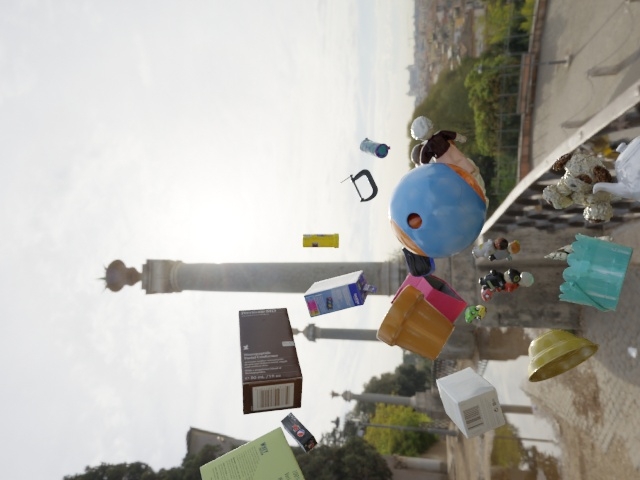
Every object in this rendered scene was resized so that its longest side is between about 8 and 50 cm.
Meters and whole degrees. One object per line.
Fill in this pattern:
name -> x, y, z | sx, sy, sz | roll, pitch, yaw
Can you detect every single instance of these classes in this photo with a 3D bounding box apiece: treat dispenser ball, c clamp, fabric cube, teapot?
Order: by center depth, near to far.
treat dispenser ball -> 0.348, -0.089, 1.271 | 0.288, 0.288, 0.289 | -1, -90, -77
teapot -> 1.053, -0.260, 1.350 | 0.256, 0.187, 0.253 | -37, -25, -27
c clamp -> 0.167, -0.221, 1.738 | 0.022, 0.137, 0.161 | 12, -136, -54
fabric cube -> 0.590, 0.347, 2.329 | 0.258, 0.254, 0.259 | -60, 23, 16

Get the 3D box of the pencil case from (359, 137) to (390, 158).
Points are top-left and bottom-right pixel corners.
pencil case -> 0.220, -0.379, 1.728 | 0.151, 0.070, 0.065 | -136, 30, -60

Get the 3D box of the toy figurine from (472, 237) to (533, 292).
toy figurine -> 0.717, 0.094, 1.647 | 0.213, 0.148, 0.210 | 13, -117, -42

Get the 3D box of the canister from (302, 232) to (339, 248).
canister -> 0.000, 0.000, 1.972 | 0.126, 0.169, 0.074 | -107, 17, -87

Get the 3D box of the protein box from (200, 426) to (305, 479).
protein box -> -0.132, 0.571, 0.929 | 0.200, 0.201, 0.136 | 41, 148, 56

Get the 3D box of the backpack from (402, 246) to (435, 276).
backpack -> 0.370, 0.072, 1.535 | 0.101, 0.097, 0.120 | 7, -114, -55

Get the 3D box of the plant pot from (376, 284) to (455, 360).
plant pot -> 0.313, 0.277, 1.343 | 0.205, 0.187, 0.205 | -46, -25, -29

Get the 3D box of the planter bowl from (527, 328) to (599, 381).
planter bowl -> 0.691, 0.326, 1.244 | 0.217, 0.217, 0.090 | 72, 177, -52

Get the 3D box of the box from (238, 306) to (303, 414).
box -> -0.181, 0.393, 1.442 | 0.381, 0.191, 0.143 | -118, 29, -63

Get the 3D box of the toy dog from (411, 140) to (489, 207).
toy dog -> 0.602, -0.319, 2.065 | 0.395, 0.284, 0.408 | 67, 180, -60

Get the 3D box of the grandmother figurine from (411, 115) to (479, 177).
grandmother figurine -> 0.491, -0.361, 1.715 | 0.342, 0.208, 0.104 | 43, -178, -18

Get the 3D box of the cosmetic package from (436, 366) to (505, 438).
cosmetic package -> 0.548, 0.592, 1.549 | 0.183, 0.151, 0.151 | -137, 28, -79

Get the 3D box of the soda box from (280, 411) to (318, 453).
soda box -> -0.086, 0.755, 1.658 | 0.060, 0.168, 0.053 | -34, -58, -25

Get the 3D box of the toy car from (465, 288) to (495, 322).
toy car -> 0.785, 0.336, 2.112 | 0.225, 0.053, 0.239 | -25, -46, -37

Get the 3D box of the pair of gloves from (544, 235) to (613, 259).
pair of gloves -> 1.166, 0.033, 1.895 | 0.240, 0.204, 0.042 | -23, 90, 62

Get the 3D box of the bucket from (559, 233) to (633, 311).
bucket -> 1.033, 0.124, 1.579 | 0.281, 0.183, 0.281 | -23, -60, -45

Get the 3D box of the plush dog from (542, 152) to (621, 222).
plush dog -> 0.978, -0.221, 1.546 | 0.262, 0.210, 0.225 | 42, 174, 48

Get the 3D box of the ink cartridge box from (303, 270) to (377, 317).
ink cartridge box -> 0.130, 0.307, 2.498 | 0.270, 0.395, 0.151 | -39, -71, -71
